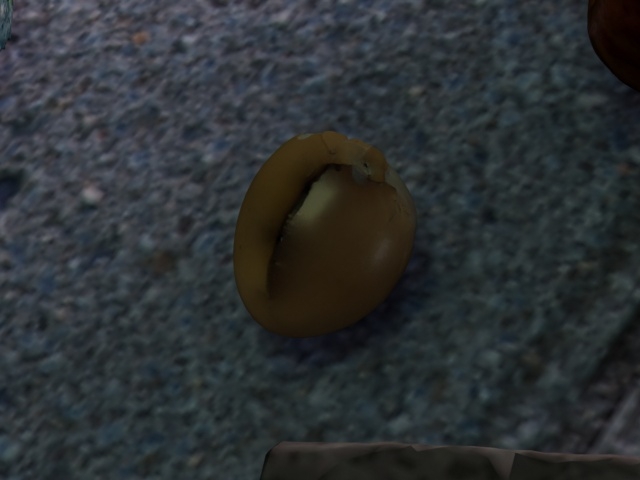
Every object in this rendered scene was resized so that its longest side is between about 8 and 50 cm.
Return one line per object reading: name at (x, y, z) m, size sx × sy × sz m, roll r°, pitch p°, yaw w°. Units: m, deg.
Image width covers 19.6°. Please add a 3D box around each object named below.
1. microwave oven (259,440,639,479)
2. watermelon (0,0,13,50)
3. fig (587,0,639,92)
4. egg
microwave oven at (0.121, 0.292, 0.373) m, size 0.374 × 0.236 × 0.432 m, roll 2°, pitch 57°, yaw 20°
watermelon at (-0.254, -0.142, 0.919) m, size 0.226 × 0.148 × 0.318 m, roll -33°, pitch 63°, yaw 17°
fig at (0.166, -0.106, 0.722) m, size 0.150 × 0.128 × 0.128 m, roll 30°, pitch 70°, yaw 28°
egg at (0.000, 0.000, 0.736) m, size 0.071 × 0.071 × 0.083 m, roll 28°, pitch 81°, yaw 34°
